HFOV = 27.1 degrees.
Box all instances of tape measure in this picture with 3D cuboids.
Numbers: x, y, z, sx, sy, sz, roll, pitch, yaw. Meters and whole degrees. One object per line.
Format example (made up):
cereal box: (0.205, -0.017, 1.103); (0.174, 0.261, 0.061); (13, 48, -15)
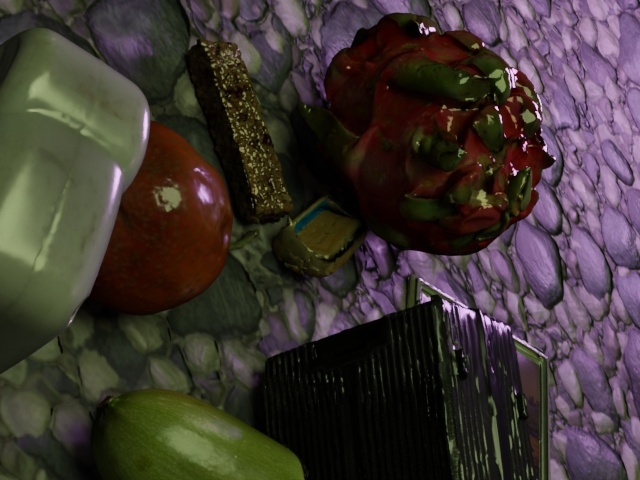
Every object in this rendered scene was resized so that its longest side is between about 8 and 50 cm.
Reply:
tape measure: (-0.247, -0.021, 0.979); (0.130, 0.258, 0.265); (32, 56, -34)

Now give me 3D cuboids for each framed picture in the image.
framed picture: (0.185, 0.169, 1.524); (0.252, 0.014, 0.197); (31, 49, -33)

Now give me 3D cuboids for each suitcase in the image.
suitcase: (0.078, 0.241, 1.202); (0.152, 0.230, 0.335); (26, 51, -47)

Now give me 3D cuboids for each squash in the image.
squash: (-0.110, 0.186, 1.114); (0.187, 0.123, 0.123); (38, 46, -29)

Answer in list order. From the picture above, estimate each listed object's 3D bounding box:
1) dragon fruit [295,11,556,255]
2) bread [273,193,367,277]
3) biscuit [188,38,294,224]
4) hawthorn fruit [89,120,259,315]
dragon fruit: (0.120, -0.122, 1.440); (0.231, 0.237, 0.302); (56, 12, -40)
bread: (0.000, 0.000, 1.387); (0.072, 0.053, 0.106); (40, 37, 7)
biscuit: (-0.083, -0.111, 1.368); (0.064, 0.034, 0.199); (-7, 76, -49)
hawthorn fruit: (-0.133, -0.003, 1.210); (0.285, 0.165, 0.165); (36, 42, -64)
